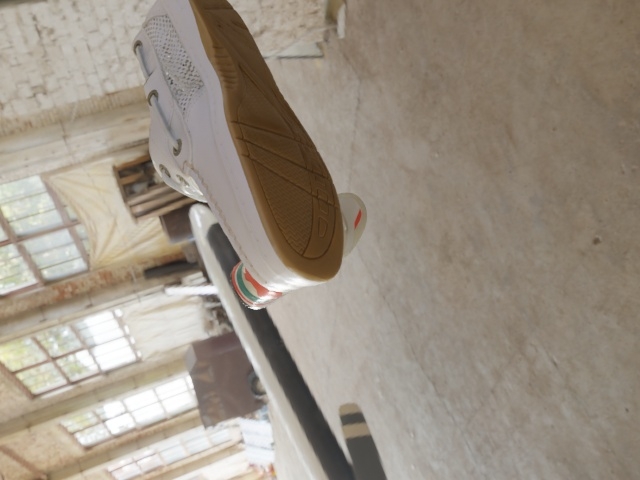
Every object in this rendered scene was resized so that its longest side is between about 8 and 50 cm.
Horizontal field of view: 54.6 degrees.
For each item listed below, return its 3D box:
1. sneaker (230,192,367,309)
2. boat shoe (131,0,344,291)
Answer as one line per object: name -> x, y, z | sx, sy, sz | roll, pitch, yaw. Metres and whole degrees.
sneaker -> 0.000, 0.000, 0.532 | 0.057, 0.161, 0.075 | 56, 143, -1
boat shoe -> -0.070, -0.068, 0.432 | 0.098, 0.096, 0.277 | 24, -146, -49
